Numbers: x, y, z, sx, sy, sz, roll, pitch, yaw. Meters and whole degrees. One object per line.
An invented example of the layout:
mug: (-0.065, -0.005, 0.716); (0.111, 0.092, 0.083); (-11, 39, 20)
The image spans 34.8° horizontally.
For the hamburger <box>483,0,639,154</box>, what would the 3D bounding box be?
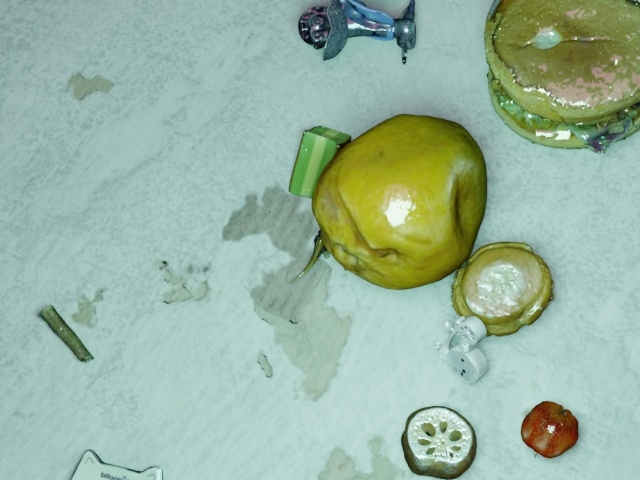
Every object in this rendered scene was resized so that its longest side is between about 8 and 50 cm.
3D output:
hamburger: (0.412, -0.297, 1.681); (0.318, 0.195, 0.277); (41, 86, 19)

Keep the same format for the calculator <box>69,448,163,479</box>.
calculator: (-0.349, 0.485, 1.653); (0.177, 0.040, 0.268); (12, 77, 12)

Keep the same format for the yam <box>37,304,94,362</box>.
yam: (-0.440, 0.167, 1.764); (0.033, 0.027, 0.129); (-35, 71, -25)

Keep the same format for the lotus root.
lotus root: (0.185, 0.313, 1.606); (0.122, 0.081, 0.112); (6, 68, 10)

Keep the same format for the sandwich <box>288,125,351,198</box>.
sandwich: (-0.001, -0.134, 1.794); (0.074, 0.074, 0.116); (22, 111, 13)

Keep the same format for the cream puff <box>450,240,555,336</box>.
cream puff: (0.291, 0.081, 1.630); (0.165, 0.115, 0.150); (1, 75, 8)

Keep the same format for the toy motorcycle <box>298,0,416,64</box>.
toy motorcycle: (0.111, -0.463, 1.811); (0.212, 0.125, 0.359); (23, 79, 12)

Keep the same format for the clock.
clock: (0.226, 0.166, 1.616); (0.041, 0.129, 0.087); (-33, 50, -31)

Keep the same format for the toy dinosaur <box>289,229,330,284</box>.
toy dinosaur: (0.005, 0.001, 1.737); (0.037, 0.058, 0.180); (23, 92, 22)

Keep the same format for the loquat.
loquat: (0.126, -0.067, 1.616); (0.276, 0.276, 0.284); (22, 66, 14)

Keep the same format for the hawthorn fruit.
hawthorn fruit: (0.354, 0.297, 1.580); (0.093, 0.093, 0.093); (-2, 74, 8)
